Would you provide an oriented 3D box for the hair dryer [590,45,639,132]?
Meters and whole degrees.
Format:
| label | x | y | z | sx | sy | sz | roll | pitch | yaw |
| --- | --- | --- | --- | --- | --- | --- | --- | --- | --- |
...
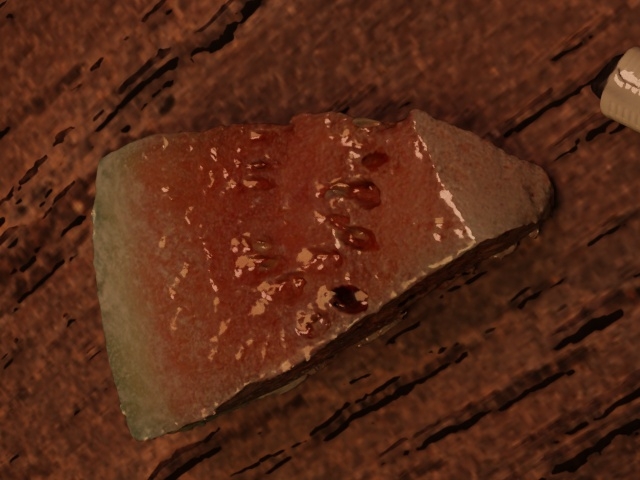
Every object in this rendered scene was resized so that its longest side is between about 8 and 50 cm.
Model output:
| label | x | y | z | sx | sy | sz | roll | pitch | yaw |
| --- | --- | --- | --- | --- | --- | --- | --- | --- | --- |
| hair dryer | 0.223 | -0.035 | 0.791 | 0.236 | 0.073 | 0.131 | 32 | 120 | 28 |

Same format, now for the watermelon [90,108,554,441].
| label | x | y | z | sx | sy | sz | roll | pitch | yaw |
| --- | --- | --- | --- | --- | --- | --- | --- | --- | --- |
| watermelon | 0.000 | 0.000 | 0.925 | 0.241 | 0.094 | 0.154 | -17 | 89 | 33 |
